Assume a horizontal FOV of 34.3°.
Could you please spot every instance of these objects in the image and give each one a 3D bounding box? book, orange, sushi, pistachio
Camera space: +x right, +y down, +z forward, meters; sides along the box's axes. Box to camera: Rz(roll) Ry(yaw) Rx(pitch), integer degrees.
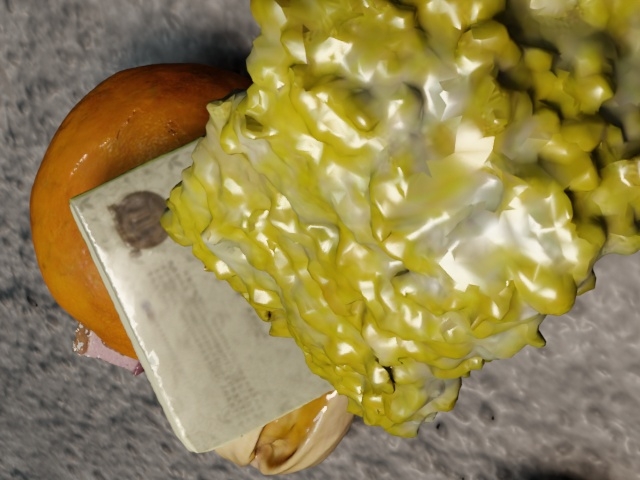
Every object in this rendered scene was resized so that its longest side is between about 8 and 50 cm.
[{"bbox_3d":[0.000,0.000,0.852,0.239,0.352,0.035,66,173,-13],"label":"book"},{"bbox_3d":[-0.132,-0.024,0.966,0.283,0.226,0.284,-3,82,19],"label":"orange"},{"bbox_3d":[0.121,-0.087,0.631,0.240,0.396,0.351,47,154,6],"label":"sushi"},{"bbox_3d":[-0.033,0.154,1.091,0.157,0.157,0.229,39,128,14],"label":"pistachio"}]

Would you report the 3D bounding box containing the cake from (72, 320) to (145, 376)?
[{"bbox_3d":[-0.190,0.006,1.174,0.116,0.113,0.295,27,117,22],"label":"cake"}]
